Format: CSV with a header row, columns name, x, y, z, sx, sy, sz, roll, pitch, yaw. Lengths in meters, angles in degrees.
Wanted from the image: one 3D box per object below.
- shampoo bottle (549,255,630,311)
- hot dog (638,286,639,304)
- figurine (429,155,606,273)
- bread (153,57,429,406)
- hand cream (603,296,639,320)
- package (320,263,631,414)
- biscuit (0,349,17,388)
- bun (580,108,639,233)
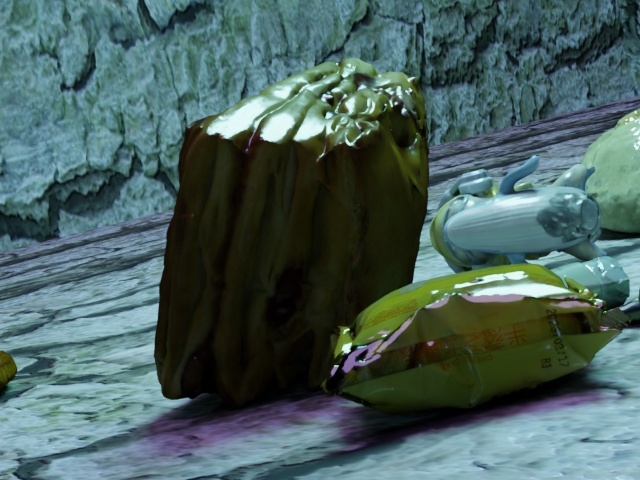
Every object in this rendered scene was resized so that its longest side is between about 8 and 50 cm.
name,x,y,z,sx,sy,sz,roll,pitch,yaw
shampoo bottle,0.160,0.058,1.617,0.212,0.049,0.072,-13,-19,-21
hot dog,0.291,0.055,1.366,0.092,0.062,0.236,-12,9,-2
figurine,0.208,-0.017,1.933,0.208,0.128,0.184,-6,-1,-39
bread,0.000,0.000,1.639,0.167,0.277,0.324,17,18,23
hand cream,0.326,0.042,1.536,0.086,0.055,0.235,-12,-3,-40
package,0.110,0.072,1.408,0.226,0.090,0.168,-14,9,2
biscuit,-0.450,0.158,1.884,0.305,0.038,0.305,-10,5,1
bun,0.386,-0.087,2.161,0.220,0.134,0.220,-14,8,2
